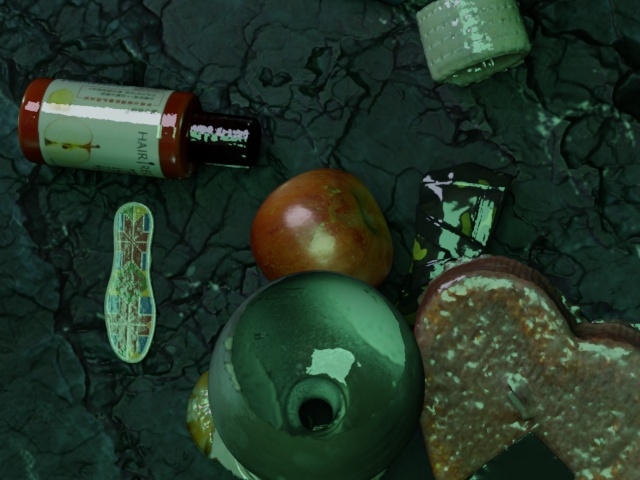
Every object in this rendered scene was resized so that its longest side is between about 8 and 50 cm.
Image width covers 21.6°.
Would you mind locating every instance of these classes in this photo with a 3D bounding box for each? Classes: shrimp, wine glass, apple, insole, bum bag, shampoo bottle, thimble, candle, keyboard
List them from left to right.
[{"bbox_3d":[-0.225,0.050,2.007,0.065,0.006,0.193,2,86,11],"label":"insole"},{"bbox_3d":[-0.207,-0.128,1.967,0.278,0.104,0.104,6,87,12],"label":"shampoo bottle"},{"bbox_3d":[-0.049,0.191,1.941,0.217,0.051,0.150,3,78,11],"label":"shrimp"},{"bbox_3d":[-0.009,0.158,1.760,0.238,0.323,0.238,1,68,-2],"label":"wine glass"},{"bbox_3d":[0.000,0.000,1.890,0.139,0.163,0.163,-27,81,18],"label":"apple"},{"bbox_3d":[0.147,0.024,1.905,0.106,0.060,0.232,14,88,11],"label":"bum bag"},{"bbox_3d":[0.173,-0.232,1.901,0.115,0.102,0.090,-23,80,38],"label":"thimble"},{"bbox_3d":[0.177,0.282,1.799,0.074,0.015,0.196,43,114,-12],"label":"keyboard"},{"bbox_3d":[0.216,0.183,1.821,0.317,0.131,0.287,35,105,3],"label":"candle"}]

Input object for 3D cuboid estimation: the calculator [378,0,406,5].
[{"bbox_3d":[0.011,-0.381,1.969,0.293,0.051,0.173,16,88,12],"label":"calculator"}]
